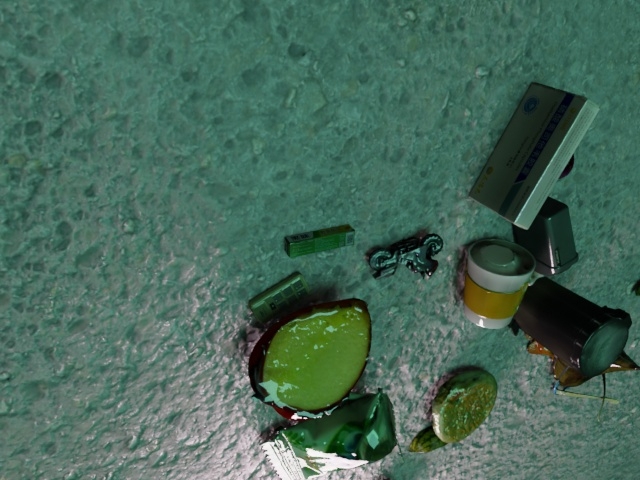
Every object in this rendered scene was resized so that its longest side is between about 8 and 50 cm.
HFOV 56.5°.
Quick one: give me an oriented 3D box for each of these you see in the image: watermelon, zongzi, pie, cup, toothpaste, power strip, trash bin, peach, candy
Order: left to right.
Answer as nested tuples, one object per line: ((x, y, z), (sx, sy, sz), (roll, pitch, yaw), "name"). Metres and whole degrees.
((-0.107, 0.149, 1.501), (0.169, 0.028, 0.076), (-32, 127, -9), "power strip")
((-0.024, 0.286, 1.522), (0.258, 0.201, 0.361), (44, 76, -7), "peach")
((0.000, 0.000, 1.472), (0.179, 0.037, 0.043), (-11, 124, -22), "toothpaste")
((0.037, 0.591, 1.741), (0.398, 0.172, 0.262), (-21, 120, -1), "candy")
((0.380, 0.670, 2.035), (0.164, 0.087, 0.068), (-15, 85, -23), "watermelon")
((0.479, 0.549, 1.992), (0.277, 0.078, 0.276), (-14, 121, -25), "pie")
((0.519, 0.114, 1.740), (0.241, 0.186, 0.226), (-37, 140, -45), "cup")
((0.644, -0.014, 1.718), (0.101, 0.176, 0.236), (-29, 123, -10), "trash bin")
((0.757, 0.254, 1.845), (0.252, 0.301, 0.203), (-41, 126, -6), "trash bin")
((0.948, 0.441, 2.045), (0.139, 0.300, 0.285), (-12, 120, -21), "zongzi")

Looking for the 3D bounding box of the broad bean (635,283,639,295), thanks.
((1.228, 0.067, 2.151), (0.144, 0.049, 0.291), (-2, 115, -20), "broad bean")

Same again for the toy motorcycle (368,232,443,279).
((0.231, 0.055, 1.599), (0.213, 0.082, 0.122), (-15, 112, -10), "toy motorcycle")

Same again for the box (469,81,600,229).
((0.540, -0.221, 1.534), (0.065, 0.200, 0.343), (18, 106, -31), "box")

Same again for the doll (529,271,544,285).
((0.683, 0.082, 1.861), (0.113, 0.072, 0.135), (24, 97, -52), "doll")

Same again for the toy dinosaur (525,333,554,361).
((0.775, 0.370, 2.071), (0.143, 0.057, 0.211), (-12, 120, -8), "toy dinosaur")

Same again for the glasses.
((1.011, 0.575, 2.251), (0.239, 0.206, 0.102), (-17, 159, -17), "glasses")

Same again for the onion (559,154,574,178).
((0.656, -0.227, 1.653), (0.115, 0.104, 0.115), (3, 80, -17), "onion")
